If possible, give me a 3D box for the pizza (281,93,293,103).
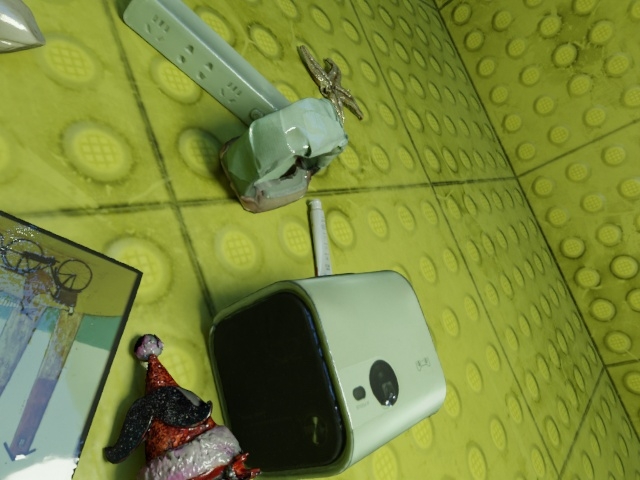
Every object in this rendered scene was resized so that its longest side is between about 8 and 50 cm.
[{"bbox_3d":[-0.030,-0.261,1.076,0.161,0.062,0.182,-17,81,-53],"label":"pizza"}]

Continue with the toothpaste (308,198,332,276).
[{"bbox_3d":[0.000,0.000,0.982,0.048,0.031,0.191,14,62,-47],"label":"toothpaste"}]

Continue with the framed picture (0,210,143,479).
[{"bbox_3d":[-0.361,0.126,0.514,0.244,0.013,0.324,31,47,-32],"label":"framed picture"}]

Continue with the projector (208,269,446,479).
[{"bbox_3d":[0.010,0.192,0.700,0.249,0.248,0.249,-1,69,-49],"label":"projector"}]

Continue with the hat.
[{"bbox_3d":[-0.185,0.218,0.580,0.128,0.140,0.227,8,49,-57],"label":"hat"}]

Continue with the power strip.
[{"bbox_3d":[-0.200,-0.337,0.906,0.385,0.091,0.062,37,46,-28],"label":"power strip"}]

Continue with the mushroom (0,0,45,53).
[{"bbox_3d":[-0.474,-0.310,0.585,0.212,0.088,0.097,17,47,-35],"label":"mushroom"}]

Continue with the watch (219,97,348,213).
[{"bbox_3d":[-0.058,-0.171,0.846,0.253,0.241,0.162,-29,89,-52],"label":"watch"}]

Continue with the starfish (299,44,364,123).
[{"bbox_3d":[0.038,-0.442,1.269,0.138,0.050,0.248,-36,100,-53],"label":"starfish"}]
